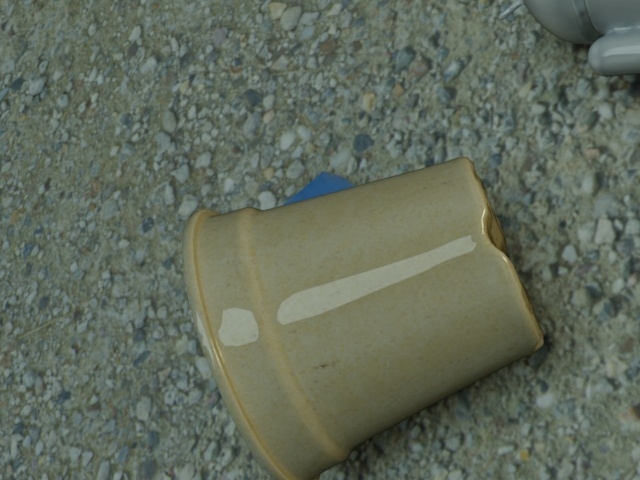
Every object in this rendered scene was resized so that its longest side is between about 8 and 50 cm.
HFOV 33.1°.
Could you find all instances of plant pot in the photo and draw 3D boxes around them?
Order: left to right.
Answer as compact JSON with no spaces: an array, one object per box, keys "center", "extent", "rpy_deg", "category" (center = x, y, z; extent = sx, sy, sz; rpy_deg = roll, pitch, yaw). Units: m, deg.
[{"center":[0.063,0.067,1.168],"extent":[0.306,0.334,0.333],"rpy_deg":[-22,65,10],"category":"plant pot"}]

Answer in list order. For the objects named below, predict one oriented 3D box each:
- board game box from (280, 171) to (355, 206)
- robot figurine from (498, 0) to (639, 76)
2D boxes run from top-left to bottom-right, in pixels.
[{"center":[0.000,0.000,1.369],"extent":[0.169,0.033,0.133],"rpy_deg":[-39,65,20],"category":"board game box"},{"center":[0.361,-0.319,1.155],"extent":[0.354,0.200,0.299],"rpy_deg":[-1,70,30],"category":"robot figurine"}]
